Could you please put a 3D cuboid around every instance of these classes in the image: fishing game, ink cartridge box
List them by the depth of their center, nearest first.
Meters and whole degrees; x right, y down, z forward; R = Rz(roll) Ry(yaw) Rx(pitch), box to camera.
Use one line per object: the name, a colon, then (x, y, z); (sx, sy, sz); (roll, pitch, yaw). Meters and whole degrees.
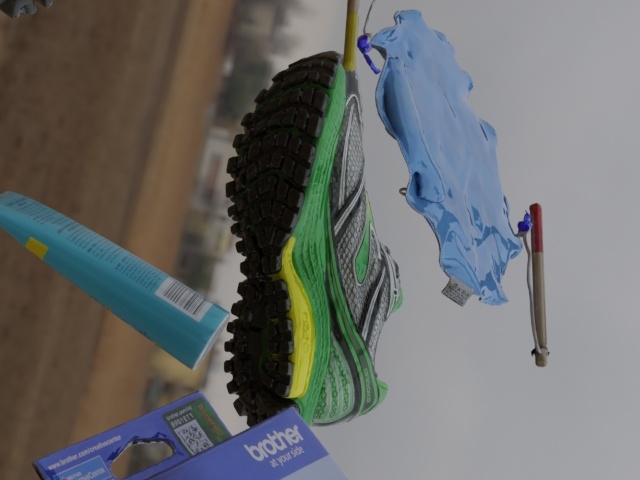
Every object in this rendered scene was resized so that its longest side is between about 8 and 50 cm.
fishing game: (0.069, -0.044, 1.138); (0.264, 0.041, 0.189); (52, 28, -39)
ink cartridge box: (-0.016, 0.217, 1.153); (0.065, 0.311, 0.185); (-48, 164, 30)

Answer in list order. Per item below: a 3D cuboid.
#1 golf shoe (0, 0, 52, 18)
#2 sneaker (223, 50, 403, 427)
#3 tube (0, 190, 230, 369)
golf shoe: (-0.079, -0.211, 0.892); (0.120, 0.272, 0.105); (42, -31, 33)
sneaker: (0.000, 0.000, 1.764); (0.134, 0.146, 0.344); (7, -87, 55)
tube: (-0.167, 0.021, 1.483); (0.052, 0.207, 0.080); (-57, 176, 6)
